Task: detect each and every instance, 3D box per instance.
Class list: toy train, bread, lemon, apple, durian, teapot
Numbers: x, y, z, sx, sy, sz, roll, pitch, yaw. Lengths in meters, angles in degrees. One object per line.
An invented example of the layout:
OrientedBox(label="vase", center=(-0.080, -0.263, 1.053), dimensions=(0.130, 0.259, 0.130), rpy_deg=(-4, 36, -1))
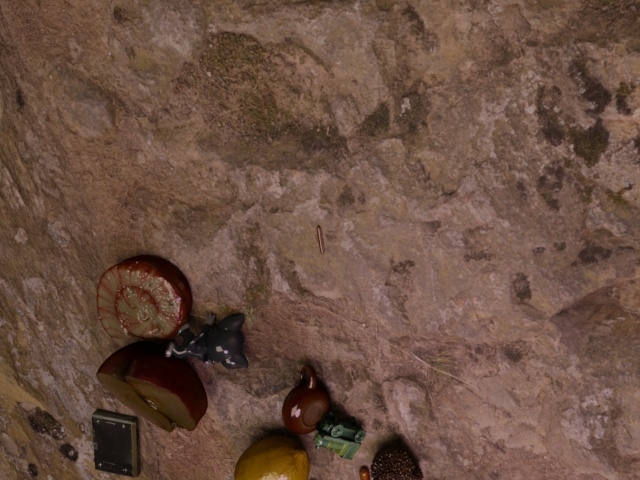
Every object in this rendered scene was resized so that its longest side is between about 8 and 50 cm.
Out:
OrientedBox(label="toy train", center=(0.061, 0.664, 1.591), dimensions=(0.200, 0.083, 0.132), rpy_deg=(30, 93, -33))
OrientedBox(label="bread", center=(-0.614, 0.203, 1.639), dimensions=(0.328, 0.114, 0.295), rpy_deg=(0, 104, 13))
OrientedBox(label="lemon", center=(-0.169, 0.808, 1.646), dimensions=(0.263, 0.236, 0.235), rpy_deg=(-7, 104, 31))
OrientedBox(label="apple", center=(-0.572, 0.518, 1.624), dimensions=(0.295, 0.329, 0.365), rpy_deg=(-41, 112, -6))
OrientedBox(label="durian", center=(0.264, 0.786, 1.574), dimensions=(0.196, 0.167, 0.196), rpy_deg=(18, 142, 14))
OrientedBox(label="teapot", center=(-0.058, 0.543, 1.604), dimensions=(0.135, 0.178, 0.252), rpy_deg=(15, 101, 49))

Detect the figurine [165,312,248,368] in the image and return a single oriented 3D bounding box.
OrientedBox(label="figurine", center=(-0.380, 0.337, 1.590), dimensions=(0.140, 0.265, 0.193), rpy_deg=(-19, 66, 48))

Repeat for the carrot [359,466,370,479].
OrientedBox(label="carrot", center=(0.166, 0.906, 1.701), dimensions=(0.037, 0.037, 0.190), rpy_deg=(-3, 105, 13))

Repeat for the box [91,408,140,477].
OrientedBox(label="box", center=(-0.824, 0.818, 1.886), dimensions=(0.211, 0.045, 0.270), rpy_deg=(9, 106, 8))

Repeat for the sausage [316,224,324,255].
OrientedBox(label="sausage", center=(0.000, 0.000, 1.502), dimensions=(0.015, 0.015, 0.100), rpy_deg=(-6, 104, 14))
